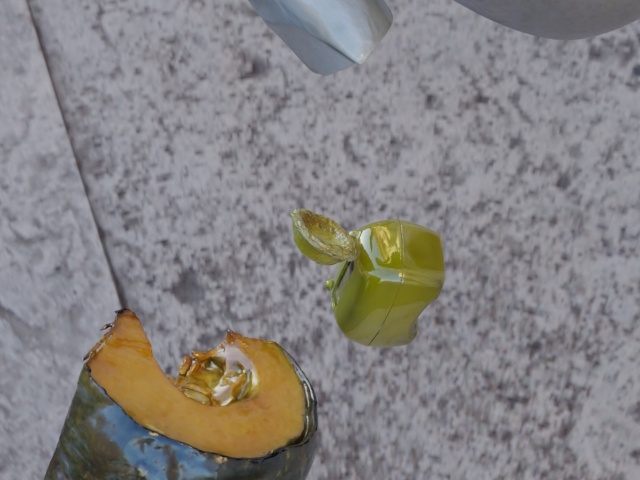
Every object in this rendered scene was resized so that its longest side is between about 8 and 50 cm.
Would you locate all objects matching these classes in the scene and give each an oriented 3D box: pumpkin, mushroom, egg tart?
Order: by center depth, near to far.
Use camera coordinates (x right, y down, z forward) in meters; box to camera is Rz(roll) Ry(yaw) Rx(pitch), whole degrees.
[{"bbox_3d":[-0.083,-0.352,1.394,0.126,0.177,0.397,-44,102,-4],"label":"mushroom"},{"bbox_3d":[-0.157,0.237,1.475,0.303,0.225,0.256,11,34,-22],"label":"pumpkin"},{"bbox_3d":[0.000,0.000,1.646,0.105,0.039,0.105,26,21,-11],"label":"egg tart"}]

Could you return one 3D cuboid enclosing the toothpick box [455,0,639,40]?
[{"bbox_3d":[0.254,-0.439,1.223,0.409,0.425,0.409,20,35,-15],"label":"toothpick box"}]

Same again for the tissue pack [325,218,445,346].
[{"bbox_3d":[0.083,0.059,1.739,0.127,0.178,0.123,6,50,-14],"label":"tissue pack"}]
